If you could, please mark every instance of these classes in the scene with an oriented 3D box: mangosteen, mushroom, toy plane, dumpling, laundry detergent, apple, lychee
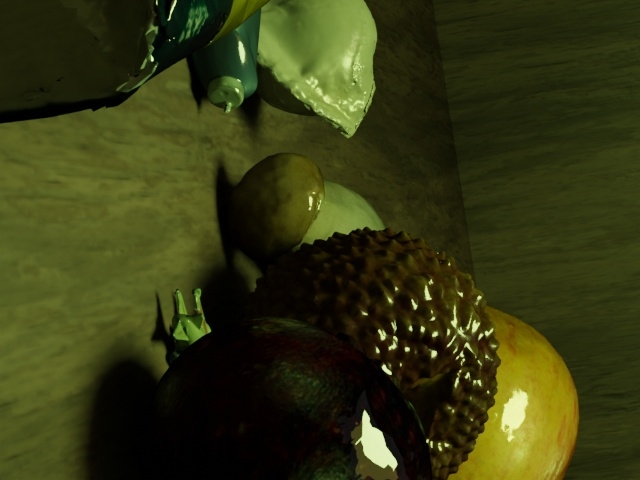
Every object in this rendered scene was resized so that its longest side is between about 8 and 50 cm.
[{"bbox_3d":[-0.044,0.201,1.184,0.289,0.231,0.231,-62,158,-9],"label":"mangosteen"},{"bbox_3d":[0.000,0.000,1.649,0.350,0.128,0.128,37,46,-67],"label":"mushroom"},{"bbox_3d":[-0.102,0.093,1.317,0.111,0.040,0.102,70,19,-45],"label":"toy plane"},{"bbox_3d":[-0.032,-0.217,1.668,0.172,0.142,0.247,16,45,-42],"label":"dumpling"},{"bbox_3d":[-0.090,-0.210,1.536,0.097,0.061,0.206,73,15,-54],"label":"laundry detergent"},{"bbox_3d":[0.140,0.214,1.770,0.299,0.299,0.275,64,37,-53],"label":"apple"},{"bbox_3d":[0.030,0.114,1.454,0.267,0.267,0.268,-9,90,-77],"label":"lychee"}]

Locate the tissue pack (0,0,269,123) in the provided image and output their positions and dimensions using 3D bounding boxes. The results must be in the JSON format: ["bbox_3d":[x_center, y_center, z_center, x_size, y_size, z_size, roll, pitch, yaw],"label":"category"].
[{"bbox_3d":[-0.159,-0.205,0.757,0.416,0.264,0.253,-59,140,-71],"label":"tissue pack"}]
